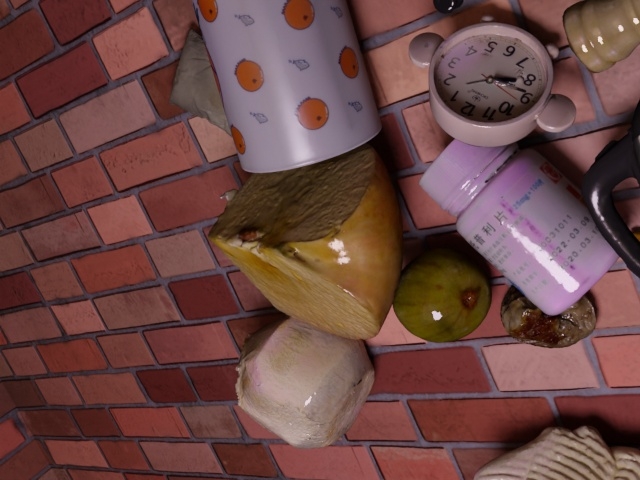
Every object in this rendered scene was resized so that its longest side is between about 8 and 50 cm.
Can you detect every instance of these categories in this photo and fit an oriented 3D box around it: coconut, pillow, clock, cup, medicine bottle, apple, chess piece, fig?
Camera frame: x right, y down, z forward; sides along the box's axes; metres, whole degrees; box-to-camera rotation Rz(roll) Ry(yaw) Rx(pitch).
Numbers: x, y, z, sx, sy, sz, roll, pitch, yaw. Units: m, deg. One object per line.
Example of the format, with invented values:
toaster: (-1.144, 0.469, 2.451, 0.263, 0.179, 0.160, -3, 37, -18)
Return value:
coconut: (-0.038, 0.238, 1.507, 0.230, 0.227, 0.227, 29, 131, 21)
pillow: (-0.146, -0.233, 1.414, 0.229, 0.050, 0.148, 33, 136, 15)
clock: (0.212, -0.195, 1.078, 0.229, 0.156, 0.063, 30, 164, 17)
cup: (-0.054, -0.280, 1.198, 0.212, 0.212, 0.317, 0, 114, 39)
medicine bottle: (0.263, -0.035, 1.137, 0.254, 0.152, 0.152, 43, 135, 8)
apple: (0.000, 0.000, 1.281, 0.309, 0.252, 0.314, 7, 100, 46)
chess piece: (0.375, -0.266, 0.947, 0.200, 0.090, 0.090, -25, 99, 43)
fig: (0.172, 0.074, 1.305, 0.186, 0.148, 0.142, 34, 99, 53)

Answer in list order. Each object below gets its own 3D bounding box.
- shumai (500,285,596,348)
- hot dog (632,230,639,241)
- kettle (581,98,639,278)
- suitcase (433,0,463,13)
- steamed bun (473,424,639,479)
shumai: (0.313, 0.117, 1.243, 0.123, 0.105, 0.139, 58, 161, -11)
hot dog: (0.459, 0.004, 1.090, 0.137, 0.028, 0.044, -6, 86, 38)
kettle: (0.452, -0.066, 0.958, 0.271, 0.207, 0.251, 54, 168, 9)
suitcase: (0.219, -0.419, 0.872, 0.152, 0.229, 0.335, 46, 136, 5)
steamed bun: (0.395, 0.420, 1.260, 0.320, 0.275, 0.206, 43, 174, 49)
